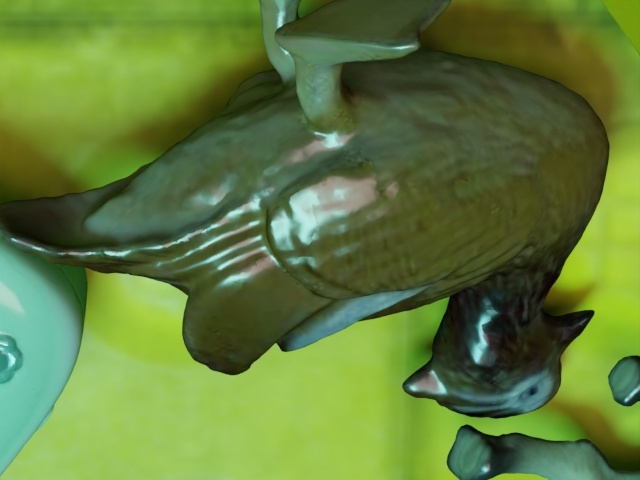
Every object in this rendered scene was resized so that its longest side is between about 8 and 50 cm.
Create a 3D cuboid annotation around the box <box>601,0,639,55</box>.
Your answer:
[{"bbox_3d":[0.147,-0.038,0.562,0.155,0.087,0.023,49,66,-32],"label":"box"}]

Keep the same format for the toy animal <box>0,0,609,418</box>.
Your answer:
[{"bbox_3d":[0.000,0.000,0.587,0.188,0.089,0.179,-16,126,-3],"label":"toy animal"}]

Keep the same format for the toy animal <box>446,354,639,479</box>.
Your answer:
[{"bbox_3d":[0.105,0.147,0.647,0.176,0.073,0.217,21,97,-33],"label":"toy animal"}]

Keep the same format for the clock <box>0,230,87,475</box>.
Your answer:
[{"bbox_3d":[-0.188,0.017,0.585,0.211,0.066,0.159,38,104,-15],"label":"clock"}]
